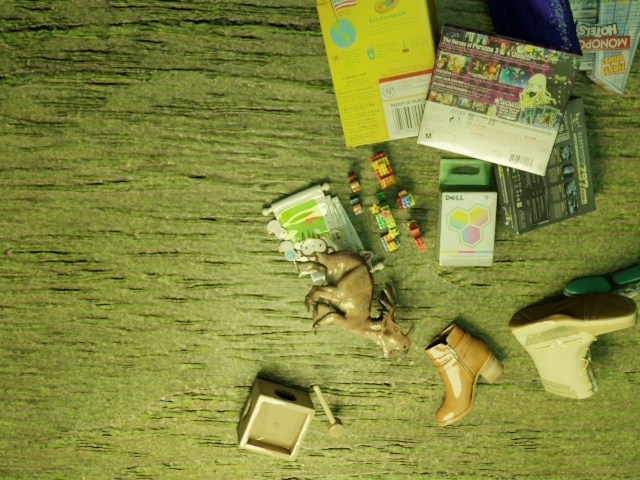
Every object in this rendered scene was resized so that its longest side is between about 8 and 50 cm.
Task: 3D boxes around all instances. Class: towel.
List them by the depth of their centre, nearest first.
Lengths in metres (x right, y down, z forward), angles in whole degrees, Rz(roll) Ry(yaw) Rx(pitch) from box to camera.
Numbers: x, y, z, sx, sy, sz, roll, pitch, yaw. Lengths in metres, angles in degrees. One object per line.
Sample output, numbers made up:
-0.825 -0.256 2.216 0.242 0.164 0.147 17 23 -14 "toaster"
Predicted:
0.341 -0.440 1.235 0.076 0.228 0.308 -24 106 -1 "towel"

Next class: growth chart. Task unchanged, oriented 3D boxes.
0.000 0.000 1.466 0.172 0.021 0.237 -31 103 9 "growth chart"

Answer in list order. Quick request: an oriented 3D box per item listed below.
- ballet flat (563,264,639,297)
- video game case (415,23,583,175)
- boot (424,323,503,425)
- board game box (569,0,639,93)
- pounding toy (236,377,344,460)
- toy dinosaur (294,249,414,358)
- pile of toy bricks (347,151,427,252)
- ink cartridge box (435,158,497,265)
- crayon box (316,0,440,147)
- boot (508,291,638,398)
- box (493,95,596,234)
0.602 0.104 1.480 0.188 0.070 0.070 -13 106 7 "ballet flat"
0.297 -0.238 1.210 0.232 0.042 0.210 16 118 13 "video game case"
0.276 0.285 1.524 0.152 0.073 0.197 41 90 -12 "boot"
0.515 -0.373 1.343 0.194 0.060 0.194 -3 105 0 "board game box"
-0.053 0.371 1.538 0.206 0.094 0.181 19 100 -15 "pounding toy"
0.068 0.101 1.416 0.200 0.127 0.296 -16 124 1 "toy dinosaur"
0.130 -0.056 1.406 0.118 0.105 0.212 -23 105 6 "pile of toy bricks"
0.292 -0.056 1.429 0.108 0.062 0.209 0 106 0 "ink cartridge box"
0.119 -0.346 1.307 0.202 0.081 0.319 -6 107 22 "crayon box"
0.541 0.220 1.452 0.262 0.095 0.203 -18 110 38 "boot"
0.432 -0.146 1.385 0.183 0.059 0.233 -17 106 -12 "box"
